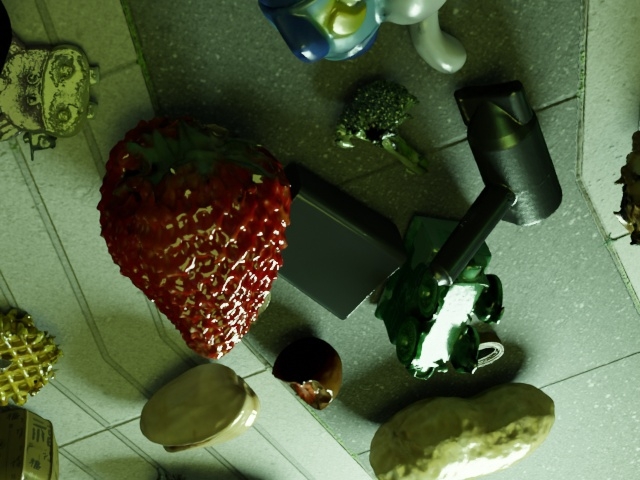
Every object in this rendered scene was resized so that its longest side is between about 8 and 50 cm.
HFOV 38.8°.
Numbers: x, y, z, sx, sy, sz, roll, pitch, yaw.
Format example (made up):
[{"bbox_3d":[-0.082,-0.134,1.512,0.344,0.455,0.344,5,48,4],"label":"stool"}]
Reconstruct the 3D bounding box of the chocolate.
[{"bbox_3d":[-0.021,0.249,1.664,0.127,0.124,0.133,-23,151,-15],"label":"chocolate"}]

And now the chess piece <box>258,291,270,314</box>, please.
[{"bbox_3d":[-0.128,0.096,1.572,0.083,0.038,0.084,-7,131,-8],"label":"chess piece"}]

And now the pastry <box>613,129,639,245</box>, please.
[{"bbox_3d":[0.667,-0.106,1.438,0.337,0.292,0.405,29,106,-40],"label":"pastry"}]

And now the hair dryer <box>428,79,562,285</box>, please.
[{"bbox_3d":[0.242,-0.078,1.389,0.302,0.116,0.244,-52,131,-25],"label":"hair dryer"}]

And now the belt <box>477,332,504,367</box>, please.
[{"bbox_3d":[0.310,0.211,1.759,0.083,0.036,0.059,-24,122,6],"label":"belt"}]

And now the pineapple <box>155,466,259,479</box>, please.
[{"bbox_3d":[-0.180,0.561,1.838,0.361,0.202,0.202,28,118,-17],"label":"pineapple"}]

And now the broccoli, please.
[{"bbox_3d":[0.110,-0.160,1.396,0.122,0.118,0.204,-55,142,-7],"label":"broccoli"}]

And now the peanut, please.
[{"bbox_3d":[0.282,0.382,1.806,0.386,0.170,0.192,-16,125,-4],"label":"peanut"}]

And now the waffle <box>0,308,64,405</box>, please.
[{"bbox_3d":[-0.542,0.201,1.545,0.197,0.070,0.193,15,123,-25],"label":"waffle"}]

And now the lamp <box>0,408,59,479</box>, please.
[{"bbox_3d":[-0.548,0.404,1.627,0.161,0.185,0.161,-7,131,-8],"label":"lamp"}]

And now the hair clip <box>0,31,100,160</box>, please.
[{"bbox_3d":[-0.386,-0.198,1.277,0.146,0.056,0.187,1,125,-22],"label":"hair clip"}]

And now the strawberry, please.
[{"bbox_3d":[-0.177,0.001,1.324,0.267,0.312,0.351,-23,127,-25],"label":"strawberry"}]

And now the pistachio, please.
[{"bbox_3d":[-0.219,0.312,1.649,0.229,0.157,0.157,-25,129,23],"label":"pistachio"}]

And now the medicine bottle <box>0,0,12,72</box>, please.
[{"bbox_3d":[-0.591,-0.193,1.118,0.395,0.243,0.242,-32,127,21],"label":"medicine bottle"}]

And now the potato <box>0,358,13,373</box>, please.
[{"bbox_3d":[-0.551,0.207,1.477,0.093,0.036,0.037,21,117,-30],"label":"potato"}]

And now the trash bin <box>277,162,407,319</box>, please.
[{"bbox_3d":[0.000,0.000,1.478,0.225,0.115,0.165,33,114,-29],"label":"trash bin"}]

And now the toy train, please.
[{"bbox_3d":[0.204,0.105,1.545,0.145,0.202,0.266,8,125,-17],"label":"toy train"}]

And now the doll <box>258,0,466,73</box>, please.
[{"bbox_3d":[0.043,-0.358,1.182,0.365,0.187,0.376,-16,118,-13],"label":"doll"}]
